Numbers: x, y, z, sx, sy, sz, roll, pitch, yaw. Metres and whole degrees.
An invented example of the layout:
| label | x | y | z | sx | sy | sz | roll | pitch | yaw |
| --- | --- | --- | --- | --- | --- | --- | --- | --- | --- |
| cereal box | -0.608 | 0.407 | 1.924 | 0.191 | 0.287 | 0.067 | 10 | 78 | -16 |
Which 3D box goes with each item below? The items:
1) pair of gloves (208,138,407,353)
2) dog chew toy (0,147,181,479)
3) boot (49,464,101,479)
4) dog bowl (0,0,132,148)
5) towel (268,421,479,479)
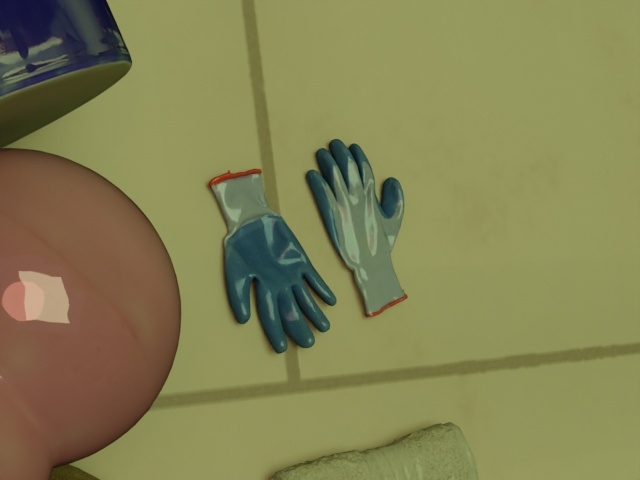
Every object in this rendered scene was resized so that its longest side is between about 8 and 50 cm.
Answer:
| label | x | y | z | sx | sy | sz | roll | pitch | yaw |
| --- | --- | --- | --- | --- | --- | --- | --- | --- | --- |
| pair of gloves | 0.000 | 0.000 | 0.936 | 0.198 | 0.023 | 0.159 | -19 | 89 | -33 |
| dog chew toy | -0.231 | 0.099 | 0.654 | 0.206 | 0.206 | 0.332 | 46 | 57 | -15 |
| boot | -0.110 | 0.253 | 0.765 | 0.305 | 0.112 | 0.115 | 36 | 52 | -18 |
| dog bowl | -0.250 | -0.096 | 0.658 | 0.265 | 0.265 | 0.104 | -30 | 96 | -33 |
| towel | 0.067 | 0.302 | 0.891 | 0.187 | 0.049 | 0.282 | -8 | 83 | -34 |
